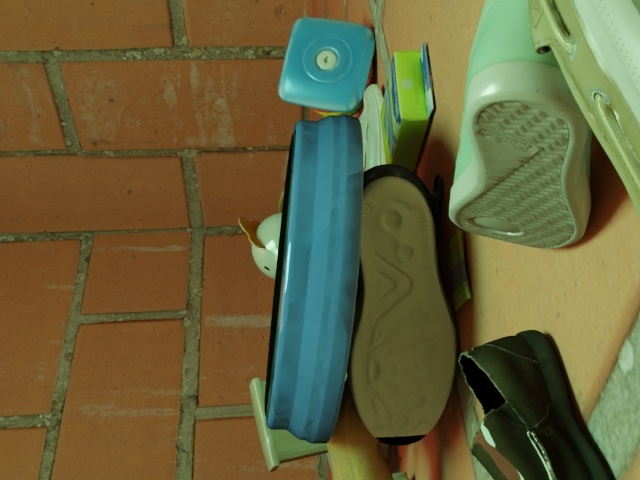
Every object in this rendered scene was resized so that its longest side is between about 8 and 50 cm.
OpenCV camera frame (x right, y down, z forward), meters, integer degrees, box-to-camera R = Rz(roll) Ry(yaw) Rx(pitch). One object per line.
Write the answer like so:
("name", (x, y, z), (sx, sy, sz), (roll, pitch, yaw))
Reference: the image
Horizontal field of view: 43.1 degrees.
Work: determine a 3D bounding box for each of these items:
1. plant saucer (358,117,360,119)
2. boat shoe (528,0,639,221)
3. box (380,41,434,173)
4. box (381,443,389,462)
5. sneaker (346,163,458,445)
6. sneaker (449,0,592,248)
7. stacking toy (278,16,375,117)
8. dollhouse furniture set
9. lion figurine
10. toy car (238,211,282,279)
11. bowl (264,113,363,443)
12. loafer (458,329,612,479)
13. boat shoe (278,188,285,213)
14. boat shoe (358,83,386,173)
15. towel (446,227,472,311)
("plant saucer", (0.078, -0.092, 1.621), (0.317, 0.043, 0.318), (178, 90, -86))
("boat shoe", (0.136, -0.120, 0.359), (0.103, 0.113, 0.302), (105, 163, -51))
("box", (0.115, -0.173, 1.100), (0.178, 0.042, 0.109), (96, 171, -66))
("box", (0.091, 0.371, 1.488), (0.067, 0.063, 0.324), (-104, 13, -60))
("sneaker", (0.095, 0.064, 1.021), (0.236, 0.130, 0.323), (-69, -25, -80))
("sneaker", (0.145, -0.092, 0.535), (0.256, 0.094, 0.151), (70, -145, -68))
("stacking toy", (0.030, -0.299, 1.613), (0.302, 0.165, 0.175), (58, -136, -77))
("dollhouse furniture set", (-0.010, 0.363, 1.344), (0.303, 0.198, 0.286), (114, 144, -61))
("lion figurine", (0.061, 0.308, 1.010), (0.240, 0.142, 0.392), (40, -151, -72))
("toy car", (-0.028, 0.031, 1.294), (0.210, 0.238, 0.219), (-94, 29, -66))
("bowl", (-0.014, 0.043, 0.972), (0.391, 0.077, 0.391), (-175, 90, -86))
("loafer", (0.145, 0.158, 0.574), (0.220, 0.078, 0.080), (-97, 7, -53))
("boat shoe", (0.000, 0.000, 1.753), (0.110, 0.121, 0.341), (-81, -24, -50))
("boat shoe", (0.081, -0.181, 1.394), (0.066, 0.063, 0.184), (119, 148, -82))
("towel", (0.152, 0.032, 0.892), (0.060, 0.009, 0.083), (102, 165, -70))
